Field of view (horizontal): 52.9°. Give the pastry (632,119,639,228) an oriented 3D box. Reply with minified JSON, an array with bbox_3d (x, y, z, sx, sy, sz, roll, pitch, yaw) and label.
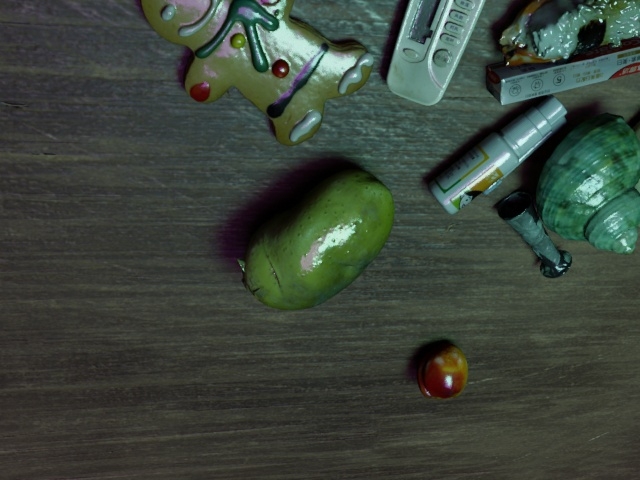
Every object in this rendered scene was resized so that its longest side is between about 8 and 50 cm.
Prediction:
[{"bbox_3d":[0.588,-0.109,0.998,0.265,0.133,0.264,-7,121,-11],"label":"pastry"}]

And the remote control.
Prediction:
[{"bbox_3d":[0.156,-0.290,0.822,0.090,0.049,0.230,24,121,8],"label":"remote control"}]

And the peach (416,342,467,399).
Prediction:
[{"bbox_3d":[0.225,0.240,1.179,0.101,0.100,0.100,-6,125,-8],"label":"peach"}]

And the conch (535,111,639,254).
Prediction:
[{"bbox_3d":[0.406,-0.073,0.955,0.176,0.122,0.188,-32,98,29],"label":"conch"}]

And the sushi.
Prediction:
[{"bbox_3d":[0.345,-0.293,0.838,0.226,0.103,0.097,-17,109,-3],"label":"sushi"}]

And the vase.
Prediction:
[{"bbox_3d":[0.355,-0.007,1.057,0.059,0.059,0.167,-37,123,13],"label":"vase"}]

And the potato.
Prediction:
[{"bbox_3d":[0.000,0.000,0.938,0.248,0.143,0.169,-43,160,12],"label":"potato"}]

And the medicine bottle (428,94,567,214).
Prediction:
[{"bbox_3d":[0.271,-0.124,0.965,0.221,0.061,0.092,-40,147,15],"label":"medicine bottle"}]

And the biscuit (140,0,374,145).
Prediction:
[{"bbox_3d":[-0.089,-0.243,0.810,0.302,0.049,0.197,33,110,-28],"label":"biscuit"}]

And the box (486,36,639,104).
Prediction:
[{"bbox_3d":[0.345,-0.241,0.899,0.218,0.055,0.039,-13,127,-2],"label":"box"}]
